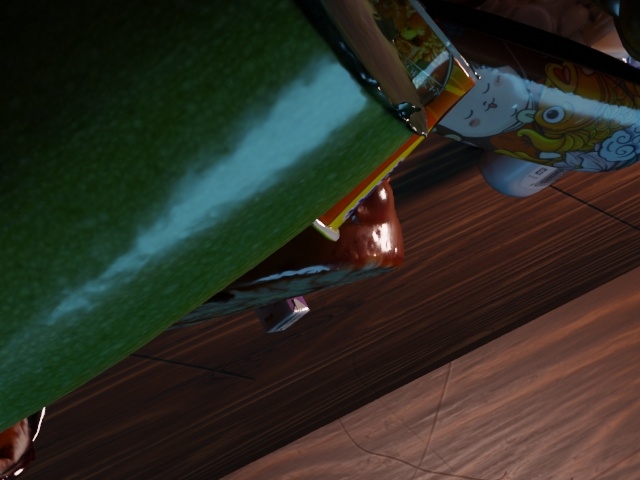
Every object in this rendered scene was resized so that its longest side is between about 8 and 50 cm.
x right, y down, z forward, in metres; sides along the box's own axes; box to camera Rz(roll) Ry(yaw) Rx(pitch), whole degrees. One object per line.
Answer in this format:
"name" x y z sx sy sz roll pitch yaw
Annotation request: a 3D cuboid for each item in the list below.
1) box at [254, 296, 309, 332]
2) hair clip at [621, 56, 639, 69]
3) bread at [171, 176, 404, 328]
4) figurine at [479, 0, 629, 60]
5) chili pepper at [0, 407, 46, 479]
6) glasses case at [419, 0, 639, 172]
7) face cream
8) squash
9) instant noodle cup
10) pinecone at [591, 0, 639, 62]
"box" -0.063 0.044 1.972 0.050 0.117 0.036 -41 160 32
"hair clip" 0.373 -0.238 1.956 0.292 0.084 0.106 -26 123 -26
"bread" -0.082 0.011 1.684 0.327 0.114 0.295 -15 174 9
"figurine" 0.226 -0.212 1.648 0.236 0.141 0.162 -30 170 40
"chili pepper" -0.410 0.168 1.449 0.305 0.251 0.229 -33 122 13
"glasses case" 0.164 -0.139 1.563 0.321 0.082 0.122 16 148 -17
"face cream" 0.352 -0.172 2.131 0.336 0.080 0.163 -38 164 28
"squash" -0.140 -0.070 1.098 0.384 0.263 0.263 -34 166 15
"instant noodle cup" 0.008 -0.133 1.339 0.174 0.213 0.213 -40 165 6
"pinecone" 0.358 -0.268 1.307 0.384 0.384 0.384 -28 166 -7
